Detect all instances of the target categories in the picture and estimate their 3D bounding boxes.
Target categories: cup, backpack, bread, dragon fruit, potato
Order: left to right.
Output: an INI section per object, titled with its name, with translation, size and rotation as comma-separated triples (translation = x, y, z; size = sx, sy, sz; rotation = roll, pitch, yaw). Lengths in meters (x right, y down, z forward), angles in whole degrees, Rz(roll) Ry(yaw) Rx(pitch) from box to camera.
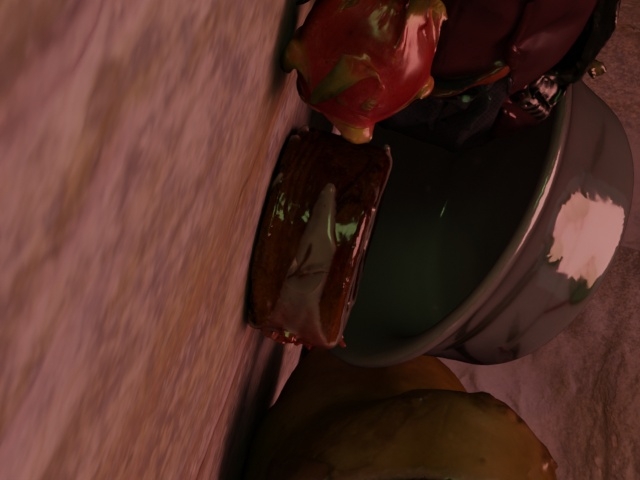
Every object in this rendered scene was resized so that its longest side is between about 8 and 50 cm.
[bread]
translation = 0.000, 0.000, 0.752
size = 0.160, 0.073, 0.161
rotation = 14, 90, -87
[dragon fruit]
translation = 0.029, -0.112, 0.585
size = 0.116, 0.086, 0.081
rotation = -44, -148, 38
[potato]
translation = 0.055, 0.187, 1.007
size = 0.397, 0.289, 0.296
rotation = 108, -10, -50
[cup]
translation = 0.147, -0.029, 0.942
size = 0.347, 0.163, 0.347
rotation = -43, -146, 39
[backpack]
translation = 0.122, -0.234, 0.703
size = 0.317, 0.197, 0.283
rotation = 92, 15, -73

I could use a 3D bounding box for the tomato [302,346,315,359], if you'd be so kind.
[tomato]
translation = 0.010, 0.171, 1.555
size = 0.155, 0.069, 0.156
rotation = 11, 90, -85

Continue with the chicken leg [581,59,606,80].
[chicken leg]
translation = 0.162, -0.161, 1.174
size = 0.429, 0.201, 0.153
rotation = 160, -76, -65
